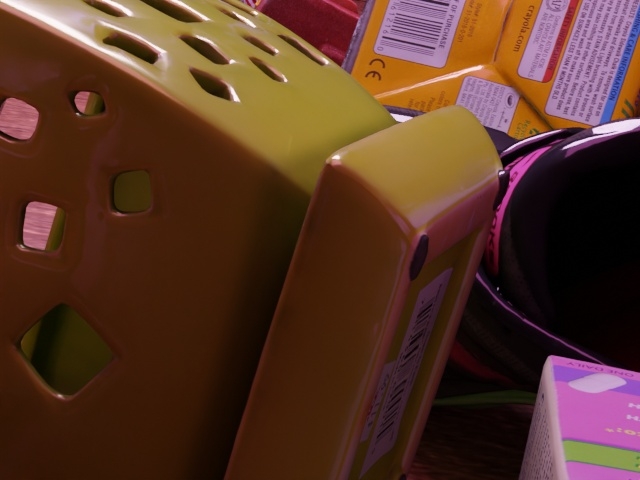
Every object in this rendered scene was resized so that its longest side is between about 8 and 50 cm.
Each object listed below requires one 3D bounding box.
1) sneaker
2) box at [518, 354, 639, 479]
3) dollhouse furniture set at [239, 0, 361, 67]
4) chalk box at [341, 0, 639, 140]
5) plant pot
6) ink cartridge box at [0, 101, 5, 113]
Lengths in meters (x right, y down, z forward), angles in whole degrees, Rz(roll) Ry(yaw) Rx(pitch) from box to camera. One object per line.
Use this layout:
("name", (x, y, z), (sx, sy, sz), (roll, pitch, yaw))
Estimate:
("sneaker", (0.119, 0.003, 0.948), (0.483, 0.202, 0.185), (20, 60, 39))
("box", (0.173, 0.145, 0.660), (0.214, 0.117, 0.243), (12, 14, 2))
("dollhouse furniture set", (0.076, -0.073, 1.518), (0.374, 0.152, 0.201), (26, 9, -13))
("chalk box", (0.128, -0.071, 1.276), (0.179, 0.180, 0.289), (15, -20, 14))
("plant pot", (-0.056, 0.022, 0.780), (0.207, 0.228, 0.227), (20, 15, 14))
("ink cartridge box", (-0.330, -0.148, 1.420), (0.208, 0.086, 0.153), (7, -16, -14))
